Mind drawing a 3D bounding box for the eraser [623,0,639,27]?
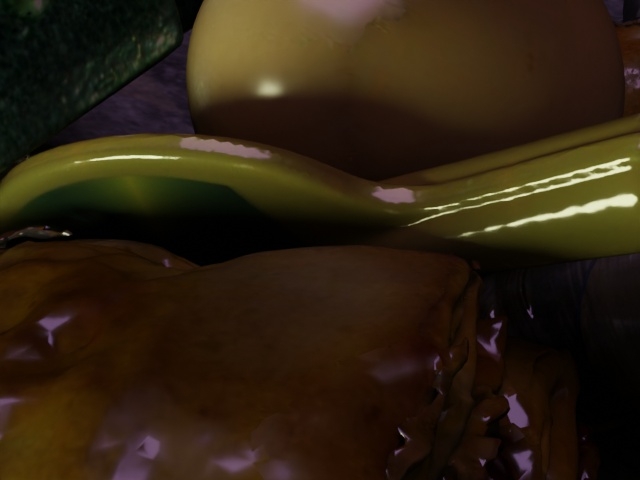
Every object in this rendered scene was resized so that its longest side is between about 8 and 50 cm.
[{"bbox_3d":[0.273,-0.084,0.800,0.089,0.061,0.352,1,34,0],"label":"eraser"}]

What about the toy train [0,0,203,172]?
[{"bbox_3d":[-0.225,-0.087,0.589,0.272,0.179,0.442,-10,25,42],"label":"toy train"}]

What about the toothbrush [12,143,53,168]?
[{"bbox_3d":[-0.007,-0.036,0.738,0.364,0.040,0.041,3,35,2],"label":"toothbrush"}]

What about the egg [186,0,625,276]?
[{"bbox_3d":[0.038,-0.076,0.605,0.201,0.201,0.244,27,14,31],"label":"egg"}]

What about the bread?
[{"bbox_3d":[-0.058,0.098,0.429,0.325,0.167,0.277,9,35,9],"label":"bread"}]

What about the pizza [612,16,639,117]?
[{"bbox_3d":[0.148,-0.093,0.789,0.154,0.069,0.194,-25,20,-16],"label":"pizza"}]

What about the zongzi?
[{"bbox_3d":[0.167,0.040,0.606,0.221,0.112,0.242,-8,-1,-45],"label":"zongzi"}]

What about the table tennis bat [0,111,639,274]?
[{"bbox_3d":[0.000,0.000,0.511,0.321,0.198,0.050,-10,57,33],"label":"table tennis bat"}]
